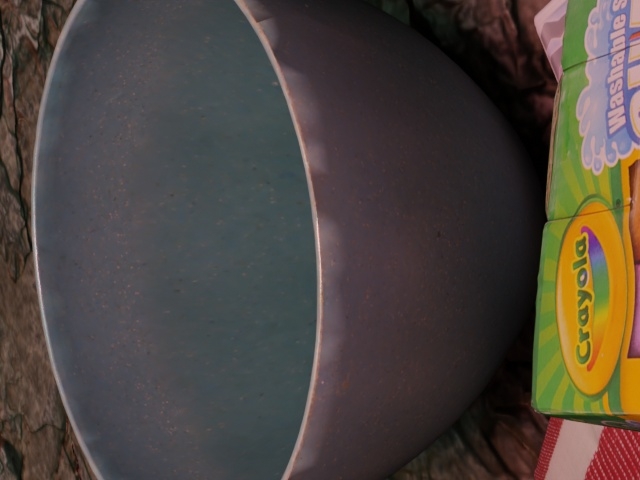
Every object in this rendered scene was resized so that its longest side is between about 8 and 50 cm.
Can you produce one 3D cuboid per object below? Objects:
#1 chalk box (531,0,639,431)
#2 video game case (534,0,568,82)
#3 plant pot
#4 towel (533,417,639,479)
[{"bbox_3d":[0.182,-0.020,0.467,0.289,0.180,0.179,165,113,-67],"label":"chalk box"},{"bbox_3d":[0.185,-0.073,0.677,0.201,0.023,0.183,-43,59,50],"label":"video game case"},{"bbox_3d":[0.000,0.000,0.809,0.290,0.195,0.290,11,103,56],"label":"plant pot"},{"bbox_3d":[0.181,0.193,0.639,0.237,0.037,0.329,92,157,-60],"label":"towel"}]
